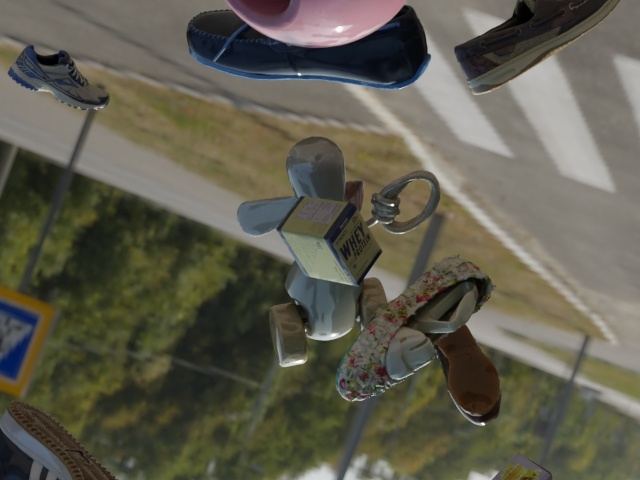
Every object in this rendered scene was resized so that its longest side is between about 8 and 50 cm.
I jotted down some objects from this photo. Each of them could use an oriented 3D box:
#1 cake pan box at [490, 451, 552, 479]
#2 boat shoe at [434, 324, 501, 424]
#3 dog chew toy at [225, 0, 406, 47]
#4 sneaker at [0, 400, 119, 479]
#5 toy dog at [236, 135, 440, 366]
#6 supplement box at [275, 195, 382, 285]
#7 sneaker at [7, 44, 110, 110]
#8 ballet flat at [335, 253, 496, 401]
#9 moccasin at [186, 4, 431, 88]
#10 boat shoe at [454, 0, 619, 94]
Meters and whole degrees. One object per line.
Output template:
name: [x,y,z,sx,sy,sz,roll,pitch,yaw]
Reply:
cake pan box: [0.241,0.456,1.874,0.070,0.245,0.267,32,157,43]
boat shoe: [0.211,0.191,1.948,0.073,0.073,0.207,-18,-145,2]
dog chew toy: [0.045,-0.317,1.256,0.206,0.332,0.207,29,142,26]
sneaker: [-0.320,0.333,1.654,0.282,0.153,0.099,38,-172,34]
toy dog: [0.000,0.000,1.790,0.220,0.334,0.161,4,-149,-24]
supplement box: [0.010,0.000,1.581,0.083,0.056,0.083,10,144,42]
sneaker: [-0.328,-0.210,1.774,0.135,0.058,0.052,19,-160,-28]
ballet flat: [0.114,0.099,1.583,0.077,0.241,0.091,14,138,43]
moccasin: [-0.018,-0.289,1.842,0.341,0.138,0.117,5,132,16]
boat shoe: [0.321,-0.322,2.034,0.092,0.285,0.103,57,171,-15]
